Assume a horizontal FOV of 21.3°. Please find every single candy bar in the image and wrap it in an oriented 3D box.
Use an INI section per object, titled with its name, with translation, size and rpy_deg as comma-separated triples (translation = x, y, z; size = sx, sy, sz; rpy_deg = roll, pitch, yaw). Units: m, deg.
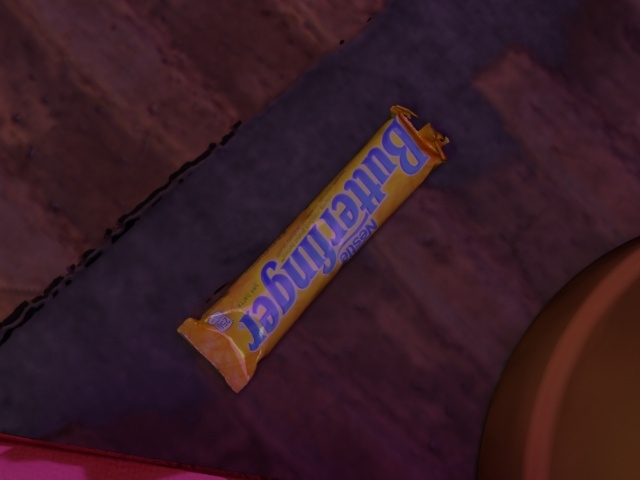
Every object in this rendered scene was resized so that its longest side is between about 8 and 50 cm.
[candy bar]
translation = 0.000, 0.000, 0.794
size = 0.040, 0.018, 0.161
rpy_deg = 43, 73, -1

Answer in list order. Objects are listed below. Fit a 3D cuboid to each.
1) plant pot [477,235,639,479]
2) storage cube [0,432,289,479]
[plant pot]
translation = 0.234, 0.111, 0.725
size = 0.291, 0.203, 0.291
rpy_deg = 3, 78, -13
[storage cube]
translation = -0.058, 0.181, 0.642
size = 0.193, 0.215, 0.184
rpy_deg = 10, 76, -4
